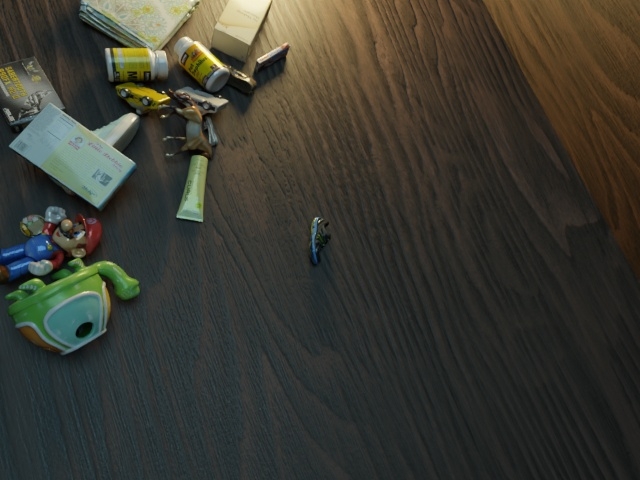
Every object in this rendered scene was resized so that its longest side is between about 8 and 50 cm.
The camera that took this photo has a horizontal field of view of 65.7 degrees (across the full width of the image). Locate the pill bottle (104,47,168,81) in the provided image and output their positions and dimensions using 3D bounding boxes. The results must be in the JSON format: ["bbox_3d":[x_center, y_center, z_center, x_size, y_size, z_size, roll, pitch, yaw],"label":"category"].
[{"bbox_3d":[-0.680,-0.650,1.837,0.208,0.119,0.119,-9,74,-22],"label":"pill bottle"}]

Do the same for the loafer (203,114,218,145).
[{"bbox_3d":[-0.424,-0.417,1.883,0.039,0.045,0.125,-17,79,-17],"label":"loafer"}]

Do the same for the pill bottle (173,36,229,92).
[{"bbox_3d":[-0.465,-0.685,1.923,0.215,0.117,0.117,44,63,5],"label":"pill bottle"}]

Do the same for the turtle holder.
[{"bbox_3d":[-0.728,0.190,1.466,0.227,0.243,0.320,62,24,-6],"label":"turtle holder"}]

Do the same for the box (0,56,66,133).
[{"bbox_3d":[-1.015,-0.500,1.698,0.183,0.056,0.231,-29,82,-25],"label":"box"}]

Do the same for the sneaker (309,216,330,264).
[{"bbox_3d":[0.000,0.000,1.859,0.078,0.067,0.188,11,64,-9],"label":"sneaker"}]

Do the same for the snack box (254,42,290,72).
[{"bbox_3d":[-0.203,-0.765,2.077,0.022,0.064,0.178,47,63,4],"label":"snack box"}]

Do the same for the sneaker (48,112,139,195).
[{"bbox_3d":[-0.772,-0.330,1.675,0.150,0.135,0.366,38,63,-8],"label":"sneaker"}]

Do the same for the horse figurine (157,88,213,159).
[{"bbox_3d":[-0.481,-0.405,1.771,0.174,0.066,0.263,-7,115,-14],"label":"horse figurine"}]

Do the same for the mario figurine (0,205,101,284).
[{"bbox_3d":[-0.828,-0.002,1.497,0.320,0.170,0.198,-26,96,-29],"label":"mario figurine"}]

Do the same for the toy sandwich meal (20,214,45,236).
[{"bbox_3d":[-0.912,-0.047,1.578,0.086,0.029,0.085,7,68,-17],"label":"toy sandwich meal"}]

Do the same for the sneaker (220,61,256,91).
[{"bbox_3d":[-0.346,-0.663,2.001,0.188,0.066,0.071,34,38,-3],"label":"sneaker"}]

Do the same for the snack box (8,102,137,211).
[{"bbox_3d":[-0.775,-0.262,1.570,0.322,0.060,0.187,37,75,-7],"label":"snack box"}]

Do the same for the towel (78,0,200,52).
[{"bbox_3d":[-0.707,-0.916,1.949,0.320,0.090,0.374,31,63,-9],"label":"towel"}]

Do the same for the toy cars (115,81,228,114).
[{"bbox_3d":[-0.548,-0.511,1.846,0.394,0.087,0.176,-2,38,-22],"label":"toy cars"}]

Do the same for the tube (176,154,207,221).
[{"bbox_3d":[-0.450,-0.186,1.780,0.070,0.062,0.240,-2,72,23],"label":"tube"}]

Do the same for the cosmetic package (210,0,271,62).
[{"bbox_3d":[-0.324,-0.917,2.067,0.160,0.113,0.309,21,64,-11],"label":"cosmetic package"}]
